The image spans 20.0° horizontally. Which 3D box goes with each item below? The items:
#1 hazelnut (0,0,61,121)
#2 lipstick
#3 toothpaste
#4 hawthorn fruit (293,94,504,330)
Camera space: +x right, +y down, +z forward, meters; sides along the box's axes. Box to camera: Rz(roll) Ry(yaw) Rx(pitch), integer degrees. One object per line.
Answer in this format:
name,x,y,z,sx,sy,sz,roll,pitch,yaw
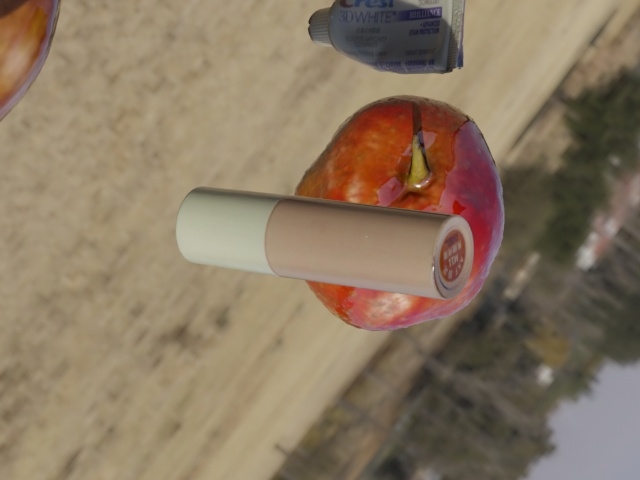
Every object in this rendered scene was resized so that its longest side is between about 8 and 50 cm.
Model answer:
hazelnut,-0.426,-0.280,1.962,0.372,0.315,0.372,-46,-164,17
lipstick,0.000,0.000,1.514,0.070,0.254,0.070,-17,111,-55
toothpaste,0.070,-0.225,1.889,0.068,0.099,0.282,-29,-163,-23
hawthorn fruit,0.099,-0.047,2.213,0.287,0.287,0.330,-50,169,-22
